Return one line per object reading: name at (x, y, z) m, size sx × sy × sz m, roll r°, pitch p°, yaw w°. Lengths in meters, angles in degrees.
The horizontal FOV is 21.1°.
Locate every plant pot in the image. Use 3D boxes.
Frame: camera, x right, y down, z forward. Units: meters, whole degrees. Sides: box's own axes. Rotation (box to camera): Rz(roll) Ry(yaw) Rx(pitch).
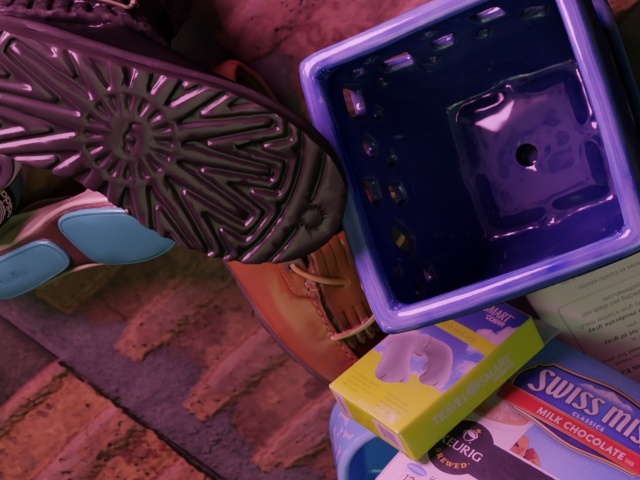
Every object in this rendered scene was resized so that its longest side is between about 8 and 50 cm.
plant pot at (0.149, -0.074, 1.383) m, size 0.236 × 0.212 × 0.236 m, roll -20°, pitch 86°, yaw 22°

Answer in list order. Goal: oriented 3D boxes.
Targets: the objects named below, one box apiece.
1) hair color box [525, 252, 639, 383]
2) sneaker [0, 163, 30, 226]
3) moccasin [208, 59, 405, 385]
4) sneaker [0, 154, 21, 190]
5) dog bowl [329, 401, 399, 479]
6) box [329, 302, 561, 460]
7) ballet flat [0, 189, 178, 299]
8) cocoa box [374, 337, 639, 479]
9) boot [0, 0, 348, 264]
hair color box at (0.327, 0.093, 1.577) m, size 0.174 × 0.105 × 0.347 m, roll -25°, pitch 117°, yaw 20°
sneaker at (-0.419, -0.027, 1.558) m, size 0.302 × 0.121 × 0.108 m, roll -11°, pitch 121°, yaw 12°
moccasin at (0.001, -0.002, 1.539) m, size 0.147 × 0.139 × 0.380 m, roll -25°, pitch 109°, yaw 30°
sneaker at (-0.369, -0.118, 1.514) m, size 0.271 × 0.108 × 0.100 m, roll 19°, pitch 126°, yaw 13°
dog bowl at (0.094, 0.269, 1.735) m, size 0.166 × 0.074 × 0.297 m, roll -2°, pitch 124°, yaw 6°
box at (0.109, 0.104, 1.490) m, size 0.178 × 0.109 × 0.042 m, roll -39°, pitch 126°, yaw -17°
ballet flat at (-0.220, -0.015, 1.557) m, size 0.248 × 0.086 × 0.086 m, roll -15°, pitch 122°, yaw 30°
cocoa box at (0.219, 0.290, 1.552) m, size 0.231 × 0.228 × 0.347 m, roll 29°, pitch 151°, yaw 32°
boot at (-0.128, -0.131, 1.378) m, size 0.348 × 0.260 × 0.131 m, roll 25°, pitch 115°, yaw -4°
